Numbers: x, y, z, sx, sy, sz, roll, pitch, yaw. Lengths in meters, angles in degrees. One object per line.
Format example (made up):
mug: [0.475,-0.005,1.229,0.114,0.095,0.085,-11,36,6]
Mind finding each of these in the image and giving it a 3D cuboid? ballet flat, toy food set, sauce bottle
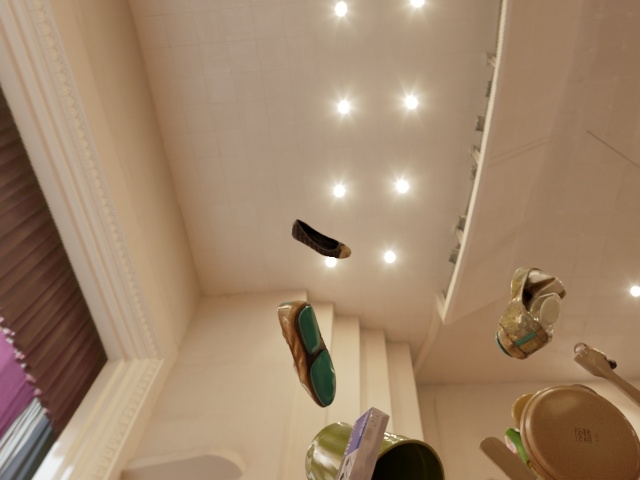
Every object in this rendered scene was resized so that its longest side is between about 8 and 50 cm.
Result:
ballet flat: [0.484,0.136,1.088,0.123,0.348,0.123,14,-61,27]
toy food set: [0.280,0.218,0.541,0.192,0.132,0.038,-31,-37,-19]
ballet flat: [0.000,0.000,1.260,0.173,0.057,0.049,24,-46,10]
ballet flat: [-0.026,0.212,0.932,0.073,0.080,0.232,4,-64,38]
sauce bottle: [0.745,0.315,1.324,0.128,0.042,0.042,25,-62,-18]

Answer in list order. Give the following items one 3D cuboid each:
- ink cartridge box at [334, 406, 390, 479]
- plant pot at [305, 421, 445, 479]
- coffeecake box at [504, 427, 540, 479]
ink cartridge box: [0.073,0.445,0.973,0.046,0.207,0.097,29,-42,1]
plant pot: [0.135,0.749,1.552,0.367,0.353,0.366,-2,-87,-33]
coffeecake box: [0.528,0.447,1.070,0.142,0.068,0.185,41,-66,-7]
